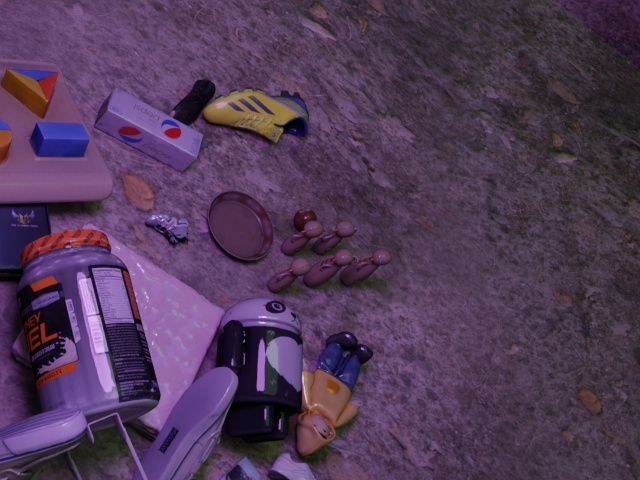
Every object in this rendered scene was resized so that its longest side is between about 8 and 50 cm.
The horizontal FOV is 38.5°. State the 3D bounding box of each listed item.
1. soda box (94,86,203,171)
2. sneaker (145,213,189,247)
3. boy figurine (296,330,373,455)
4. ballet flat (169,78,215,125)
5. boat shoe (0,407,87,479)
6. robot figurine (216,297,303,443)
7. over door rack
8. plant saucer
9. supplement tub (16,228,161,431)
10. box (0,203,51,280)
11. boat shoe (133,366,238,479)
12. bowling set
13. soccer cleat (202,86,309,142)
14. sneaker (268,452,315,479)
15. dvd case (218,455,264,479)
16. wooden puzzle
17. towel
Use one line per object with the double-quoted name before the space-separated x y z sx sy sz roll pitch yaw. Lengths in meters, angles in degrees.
"soda box" -0.364 -0.233 1.950 0.216 0.074 0.069 28 51 -24
"sneaker" -0.312 -0.016 1.890 0.098 0.038 0.069 7 61 -36
"boy figurine" 0.010 0.320 1.922 0.177 0.092 0.285 44 43 -14
"ballet flat" -0.297 -0.309 2.079 0.173 0.049 0.057 -55 146 -42
"boat shoe" -0.480 0.340 1.403 0.094 0.302 0.109 67 16 -5
"robot figurine" -0.117 0.249 1.791 0.174 0.209 0.278 6 65 -11
"over door rack" -0.299 0.433 1.499 0.108 0.239 0.324 -35 90 -44
"plant saucer" -0.179 -0.029 2.013 0.168 0.029 0.168 19 55 -29
"supplement tub" -0.398 0.153 1.548 0.194 0.193 0.316 -3 67 -40
"box" -0.605 -0.021 1.643 0.233 0.059 0.183 3 63 -38
"boat shoe" -0.224 0.353 1.648 0.088 0.096 0.267 43 74 -42
"bowling set" 0.000 0.000 2.052 0.287 0.154 0.199 -7 70 -41
"soccer cleat" -0.141 -0.288 2.152 0.289 0.093 0.121 -7 77 -41
"sneaker" -0.031 0.478 1.822 0.152 0.054 0.061 40 44 -13
"dvd case" -0.137 0.486 1.758 0.087 0.013 0.119 -36 91 -45
"wooden puzzle" -0.580 -0.227 1.725 0.322 0.080 0.347 -4 55 -41
"towel" -0.371 0.168 1.727 0.332 0.053 0.317 36 49 -17
